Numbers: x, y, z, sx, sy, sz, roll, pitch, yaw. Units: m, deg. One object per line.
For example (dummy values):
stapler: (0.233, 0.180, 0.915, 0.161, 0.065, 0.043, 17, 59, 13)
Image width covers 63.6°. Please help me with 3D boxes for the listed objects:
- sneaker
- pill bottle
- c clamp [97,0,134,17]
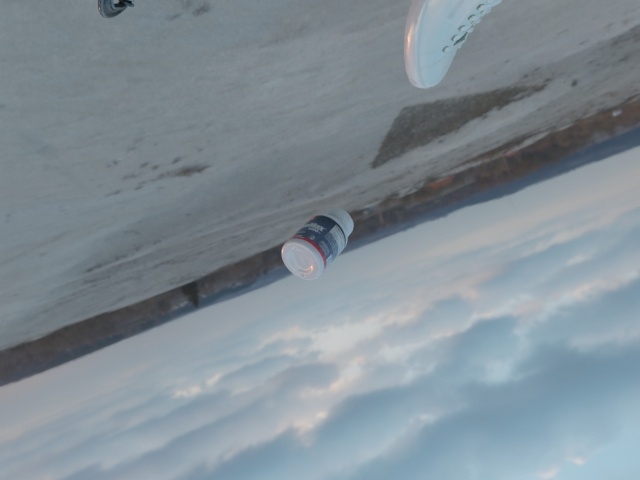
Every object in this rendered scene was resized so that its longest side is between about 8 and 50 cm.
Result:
sneaker: (0.188, -0.302, 0.634, 0.106, 0.123, 0.290, -42, 156, -35)
pill bottle: (0.000, 0.000, 1.204, 0.108, 0.107, 0.180, -23, -163, 44)
c clamp: (-0.240, -0.361, 0.667, 0.160, 0.022, 0.137, -61, -169, 16)
